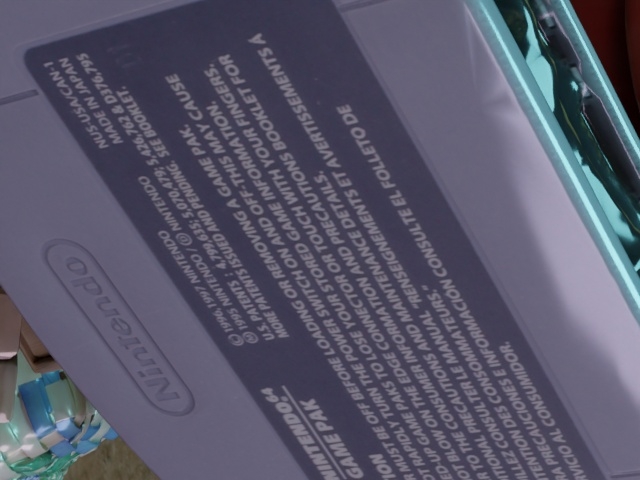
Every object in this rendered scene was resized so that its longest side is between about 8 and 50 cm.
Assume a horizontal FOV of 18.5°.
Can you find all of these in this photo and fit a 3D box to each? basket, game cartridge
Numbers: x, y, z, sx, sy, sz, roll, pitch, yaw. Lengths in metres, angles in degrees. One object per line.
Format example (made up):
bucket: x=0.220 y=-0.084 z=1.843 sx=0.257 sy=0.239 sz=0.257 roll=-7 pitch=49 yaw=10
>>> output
basket: x=-0.290 y=0.117 z=1.319 sx=0.289 sy=0.201 sz=0.255 roll=-18 pitch=173 yaw=5
game cartridge: x=0.000 y=0.000 z=0.580 sx=0.198 sy=0.297 sz=0.062 roll=-8 pitch=-142 yaw=34

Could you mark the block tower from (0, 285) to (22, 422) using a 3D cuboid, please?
block tower: x=-0.299 y=0.040 z=0.837 sx=0.336 sy=0.091 sz=0.097 roll=4 pitch=-164 yaw=-11

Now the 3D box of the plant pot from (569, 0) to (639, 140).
plant pot: x=0.112 y=-0.027 z=0.677 sx=0.191 sy=0.191 sz=0.174 roll=0 pitch=162 yaw=-42

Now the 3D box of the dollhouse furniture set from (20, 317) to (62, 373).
dollhouse furniture set: x=-0.197 y=0.057 z=0.962 sx=0.242 sy=0.212 sz=0.161 roll=-33 pitch=-171 yaw=-30
